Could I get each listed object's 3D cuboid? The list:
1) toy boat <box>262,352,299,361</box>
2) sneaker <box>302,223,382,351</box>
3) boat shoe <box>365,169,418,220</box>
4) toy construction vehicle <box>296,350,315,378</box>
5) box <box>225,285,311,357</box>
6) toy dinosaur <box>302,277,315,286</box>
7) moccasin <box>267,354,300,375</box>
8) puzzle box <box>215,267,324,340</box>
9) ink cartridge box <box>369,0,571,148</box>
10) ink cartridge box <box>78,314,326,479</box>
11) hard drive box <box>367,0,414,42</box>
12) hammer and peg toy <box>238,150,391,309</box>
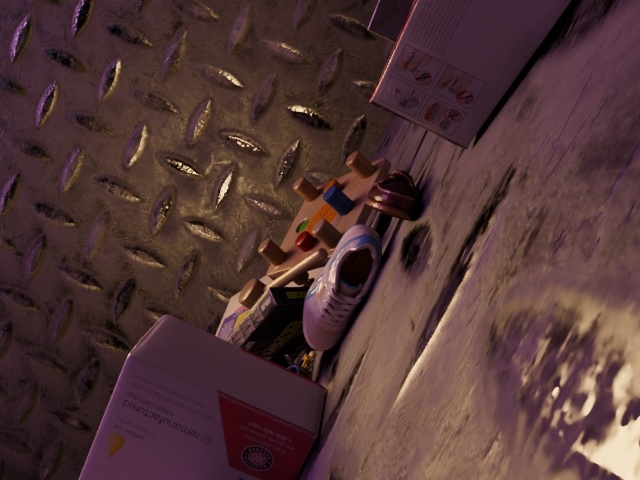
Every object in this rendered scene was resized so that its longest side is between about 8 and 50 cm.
[{"bbox_3d":[-0.127,0.247,1.648,0.231,0.151,0.151,-53,-38,-15],"label":"toy boat"},{"bbox_3d":[0.030,0.086,0.999,0.092,0.087,0.229,-86,18,-73],"label":"sneaker"},{"bbox_3d":[0.110,-0.072,0.918,0.207,0.073,0.073,-77,10,-84],"label":"boat shoe"},{"bbox_3d":[-0.043,0.285,1.328,0.098,0.035,0.086,-68,3,-67],"label":"toy construction vehicle"},{"bbox_3d":[-0.063,0.153,1.134,0.184,0.045,0.191,0,-39,-44],"label":"box"},{"bbox_3d":[-0.033,0.139,1.263,0.211,0.064,0.112,-91,-11,-76],"label":"toy dinosaur"},{"bbox_3d":[-0.101,0.276,1.142,0.342,0.137,0.117,166,113,-84],"label":"moccasin"},{"bbox_3d":[-0.109,0.159,1.549,0.409,0.052,0.272,-32,24,28],"label":"puzzle box"},{"bbox_3d":[0.193,-0.303,0.631,0.309,0.130,0.272,116,180,-56],"label":"ink cartridge box"},{"bbox_3d":[-0.197,0.352,0.906,0.160,0.279,0.385,-76,10,-76],"label":"ink cartridge box"},{"bbox_3d":[0.185,-0.363,1.018,0.232,0.181,0.089,-65,0,-67],"label":"hard drive box"},{"bbox_3d":[0.000,0.000,1.217,0.266,0.127,0.361,-20,37,48],"label":"hammer and peg toy"}]
